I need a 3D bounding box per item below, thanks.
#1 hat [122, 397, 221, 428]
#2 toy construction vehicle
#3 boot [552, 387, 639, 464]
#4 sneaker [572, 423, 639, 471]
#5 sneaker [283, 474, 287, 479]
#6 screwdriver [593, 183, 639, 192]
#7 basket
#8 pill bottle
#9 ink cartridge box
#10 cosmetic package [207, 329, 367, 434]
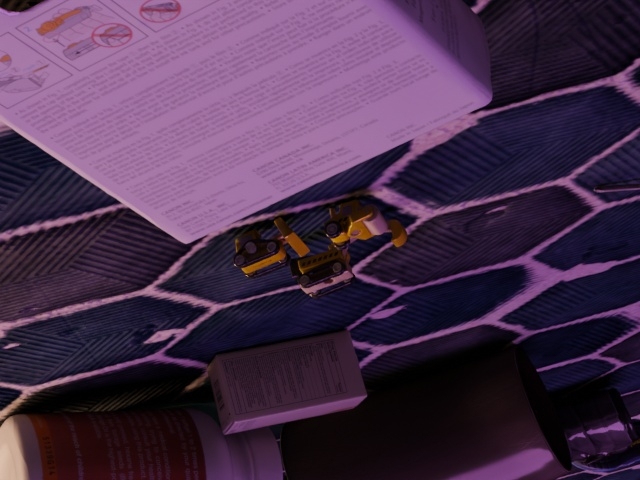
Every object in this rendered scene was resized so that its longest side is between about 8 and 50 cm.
[{"bbox_3d":[-0.129,0.252,1.599,0.173,0.183,0.208,-17,163,6],"label":"hat"},{"bbox_3d":[0.000,0.000,1.193,0.098,0.035,0.086,-23,151,14],"label":"toy construction vehicle"},{"bbox_3d":[0.228,0.214,1.956,0.223,0.118,0.338,-20,176,4],"label":"boot"},{"bbox_3d":[0.360,0.266,2.311,0.144,0.053,0.059,-2,161,-34],"label":"sneaker"},{"bbox_3d":[-0.154,0.287,1.835,0.341,0.140,0.125,-20,142,-54],"label":"sneaker"},{"bbox_3d":[0.270,-0.042,1.324,0.170,0.024,0.025,-4,-171,-16],"label":"screwdriver"},{"bbox_3d":[0.107,0.200,1.720,0.227,0.154,0.204,-24,149,13],"label":"basket"},{"bbox_3d":[-0.146,0.196,1.475,0.216,0.121,0.121,0,158,-22],"label":"pill bottle"},{"bbox_3d":[-0.057,-0.096,0.836,0.189,0.066,0.232,-24,140,25],"label":"ink cartridge box"},{"bbox_3d":[-0.027,0.113,1.470,0.115,0.060,0.041,-8,162,-20],"label":"cosmetic package"}]
